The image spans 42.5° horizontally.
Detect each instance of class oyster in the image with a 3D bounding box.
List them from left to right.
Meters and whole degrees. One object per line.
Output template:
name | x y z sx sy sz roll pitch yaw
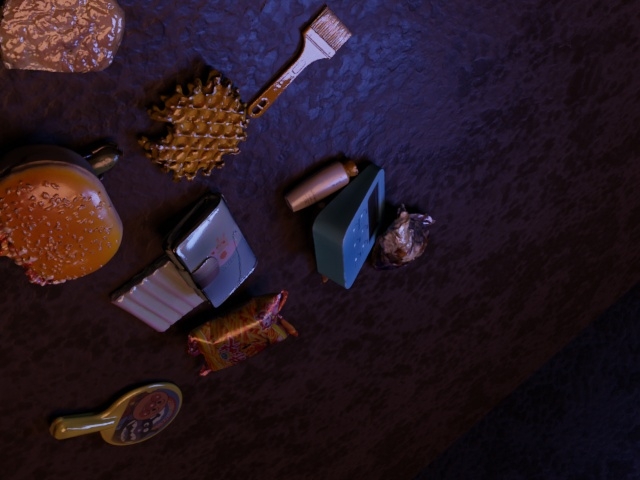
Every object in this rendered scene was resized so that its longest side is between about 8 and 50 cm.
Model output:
oyster | 0.223 0.009 2.190 0.271 0.100 0.275 -27 149 -52

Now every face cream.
face cream | 0.003 -0.131 1.929 0.182 0.051 0.072 -31 133 -10

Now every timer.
timer | 0.093 -0.036 2.006 0.250 0.091 0.231 -49 152 -27

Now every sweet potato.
sweet potato | 0.000 0.000 2.055 0.314 0.072 0.066 92 18 -49

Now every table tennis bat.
table tennis bat | -0.516 0.456 2.120 0.369 0.054 0.224 1 127 -44

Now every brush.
brush | -0.053 -0.353 1.692 0.272 0.013 0.103 -45 141 10

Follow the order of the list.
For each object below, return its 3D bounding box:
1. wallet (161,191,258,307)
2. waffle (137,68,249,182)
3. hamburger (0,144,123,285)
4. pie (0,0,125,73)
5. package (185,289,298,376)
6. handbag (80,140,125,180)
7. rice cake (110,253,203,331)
wallet | -0.244 0.026 1.856 0.176 0.075 0.250 -47 145 -19
waffle | -0.244 -0.221 1.648 0.229 0.051 0.231 -38 143 -4
hamburger | -0.492 -0.040 1.517 0.227 0.151 0.295 -15 136 2
pie | -0.425 -0.359 1.360 0.218 0.052 0.185 -4 133 -33
package | -0.203 0.235 2.104 0.288 0.108 0.223 -22 145 -8
handbag | -0.428 -0.151 1.573 0.111 0.047 0.072 -31 141 -3
rice cake | -0.362 0.127 1.916 0.189 0.037 0.198 -37 142 -2
